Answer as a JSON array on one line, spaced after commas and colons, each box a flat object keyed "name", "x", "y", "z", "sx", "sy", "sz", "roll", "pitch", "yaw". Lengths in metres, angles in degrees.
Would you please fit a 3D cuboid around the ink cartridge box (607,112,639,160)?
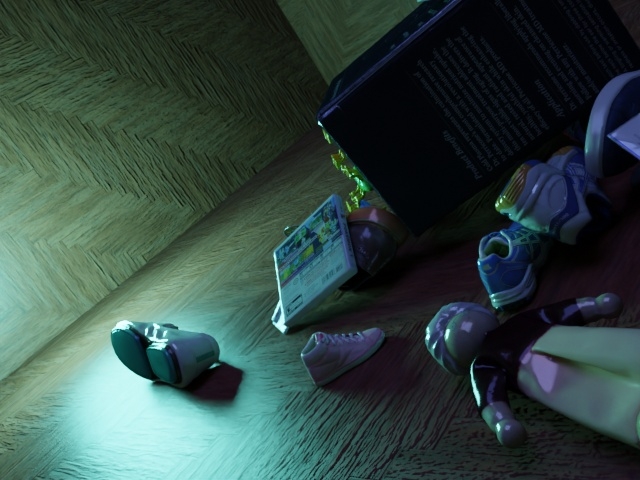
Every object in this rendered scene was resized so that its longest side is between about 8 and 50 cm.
[{"name": "ink cartridge box", "x": 0.494, "y": -0.121, "z": 0.790, "sx": 0.208, "sy": 0.045, "sz": 0.206, "roll": -36, "pitch": 51, "yaw": 2}]

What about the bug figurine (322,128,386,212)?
[{"name": "bug figurine", "x": 0.089, "y": -0.112, "z": 1.451, "sx": 0.072, "sy": 0.278, "sz": 0.216, "roll": -21, "pitch": 35, "yaw": -2}]

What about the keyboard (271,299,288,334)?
[{"name": "keyboard", "x": -0.033, "y": 0.058, "z": 1.318, "sx": 0.072, "sy": 0.014, "sz": 0.255, "roll": 26, "pitch": 94, "yaw": 59}]

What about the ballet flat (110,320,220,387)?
[{"name": "ballet flat", "x": -0.339, "y": 0.240, "z": 1.477, "sx": 0.139, "sy": 0.139, "sz": 0.400, "roll": -42, "pitch": 21, "yaw": -28}]

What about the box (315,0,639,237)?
[{"name": "box", "x": 0.270, "y": -0.319, "z": 1.293, "sx": 0.472, "sy": 0.297, "sz": 0.480, "roll": -36, "pitch": 14, "yaw": 16}]

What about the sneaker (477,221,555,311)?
[{"name": "sneaker", "x": 0.279, "y": 0.012, "z": 0.961, "sx": 0.080, "sy": 0.081, "sz": 0.211, "roll": -25, "pitch": 16, "yaw": 34}]

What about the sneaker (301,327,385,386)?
[{"name": "sneaker", "x": 0.031, "y": 0.160, "z": 1.029, "sx": 0.134, "sy": 0.070, "sz": 0.051, "roll": -33, "pitch": 13, "yaw": -4}]

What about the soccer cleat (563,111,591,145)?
[{"name": "soccer cleat", "x": 0.500, "y": -0.227, "z": 1.259, "sx": 0.116, "sy": 0.109, "sz": 0.318, "roll": -54, "pitch": 6, "yaw": 36}]

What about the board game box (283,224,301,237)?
[{"name": "board game box", "x": 0.000, "y": 0.000, "z": 1.529, "sx": 0.169, "sy": 0.033, "sz": 0.133, "roll": 1, "pitch": -16, "yaw": 4}]

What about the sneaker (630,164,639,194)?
[{"name": "sneaker", "x": 0.510, "y": -0.147, "z": 0.880, "sx": 0.229, "sy": 0.086, "sz": 0.132, "roll": -20, "pitch": 57, "yaw": 17}]

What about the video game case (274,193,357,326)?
[{"name": "video game case", "x": -0.015, "y": 0.039, "z": 1.269, "sx": 0.201, "sy": 0.023, "sz": 0.183, "roll": -43, "pitch": 42, "yaw": 34}]

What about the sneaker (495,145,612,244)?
[{"name": "sneaker", "x": 0.367, "y": -0.057, "z": 0.991, "sx": 0.297, "sy": 0.131, "sz": 0.111, "roll": -23, "pitch": -35, "yaw": -51}]

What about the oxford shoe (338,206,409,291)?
[{"name": "oxford shoe", "x": 0.029, "y": 0.031, "z": 1.341, "sx": 0.132, "sy": 0.130, "sz": 0.364, "roll": -61, "pitch": 15, "yaw": -21}]

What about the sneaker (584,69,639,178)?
[{"name": "sneaker", "x": 0.514, "y": -0.184, "z": 0.964, "sx": 0.350, "sy": 0.131, "sz": 0.148, "roll": -35, "pitch": 38, "yaw": -31}]

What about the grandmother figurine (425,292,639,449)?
[{"name": "grandmother figurine", "x": 0.234, "y": 0.120, "z": 0.692, "sx": 0.208, "sy": 0.104, "sz": 0.342, "roll": -30, "pitch": 15, "yaw": -24}]
